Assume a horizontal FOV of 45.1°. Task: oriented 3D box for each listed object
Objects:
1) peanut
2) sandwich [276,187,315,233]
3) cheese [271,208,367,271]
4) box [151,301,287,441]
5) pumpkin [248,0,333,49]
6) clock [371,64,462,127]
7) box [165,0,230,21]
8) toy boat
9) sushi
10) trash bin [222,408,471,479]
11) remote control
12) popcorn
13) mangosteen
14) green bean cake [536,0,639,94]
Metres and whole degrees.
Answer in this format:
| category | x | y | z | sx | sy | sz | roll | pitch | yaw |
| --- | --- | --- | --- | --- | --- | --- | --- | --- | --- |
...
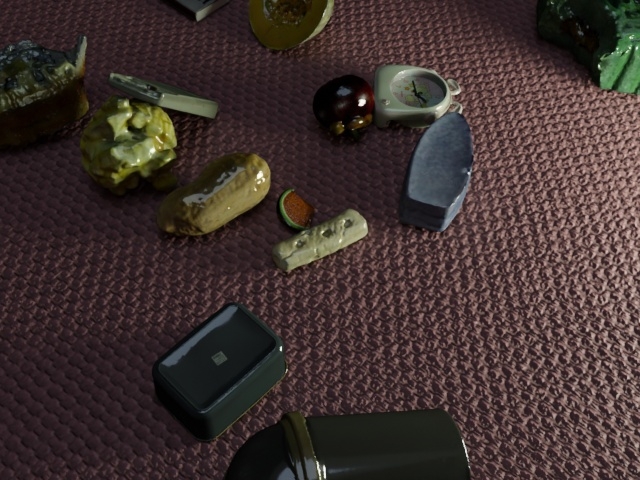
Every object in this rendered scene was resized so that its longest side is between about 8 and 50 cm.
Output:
| category | x | y | z | sx | sy | sz | roll | pitch | yaw |
| --- | --- | --- | --- | --- | --- | --- | --- | --- | --- |
| peanut | -0.202 | -0.085 | 1.445 | 0.236 | 0.110 | 0.120 | -30 | 82 | -14 |
| sandwich | -0.048 | -0.052 | 1.476 | 0.101 | 0.026 | 0.069 | 41 | 58 | 21 |
| cheese | 0.000 | 0.000 | 1.430 | 0.194 | 0.043 | 0.065 | -26 | 64 | -22 |
| box | -0.162 | 0.206 | 1.242 | 0.144 | 0.090 | 0.201 | 39 | 62 | 24 |
| pumpkin | -0.050 | -0.541 | 1.769 | 0.217 | 0.217 | 0.110 | 43 | 24 | 25 |
| clock | 0.205 | -0.304 | 1.647 | 0.191 | 0.062 | 0.151 | 4 | 53 | 0 |
| box | -0.318 | -0.599 | 1.853 | 0.177 | 0.036 | 0.115 | 37 | 61 | 22 |
| toy boat | 0.237 | -0.146 | 1.526 | 0.127 | 0.078 | 0.283 | 14 | 56 | 11 |
| sushi | -0.581 | -0.301 | 1.559 | 0.274 | 0.139 | 0.184 | -23 | 57 | -15 |
| trash bin | 0.026 | 0.341 | 1.079 | 0.334 | 0.214 | 0.214 | -4 | 54 | -10 |
| remote control | -0.302 | -0.280 | 1.503 | 0.123 | 0.285 | 0.038 | 22 | 101 | 9 |
| popcorn | -0.362 | -0.179 | 1.475 | 0.186 | 0.167 | 0.187 | 9 | 87 | -25 |
| mangosteen | 0.053 | -0.270 | 1.589 | 0.140 | 0.140 | 0.140 | 1 | 54 | -2 |
| green bean cake | 0.653 | -0.494 | 1.744 | 0.300 | 0.169 | 0.307 | 9 | 55 | 4 |
